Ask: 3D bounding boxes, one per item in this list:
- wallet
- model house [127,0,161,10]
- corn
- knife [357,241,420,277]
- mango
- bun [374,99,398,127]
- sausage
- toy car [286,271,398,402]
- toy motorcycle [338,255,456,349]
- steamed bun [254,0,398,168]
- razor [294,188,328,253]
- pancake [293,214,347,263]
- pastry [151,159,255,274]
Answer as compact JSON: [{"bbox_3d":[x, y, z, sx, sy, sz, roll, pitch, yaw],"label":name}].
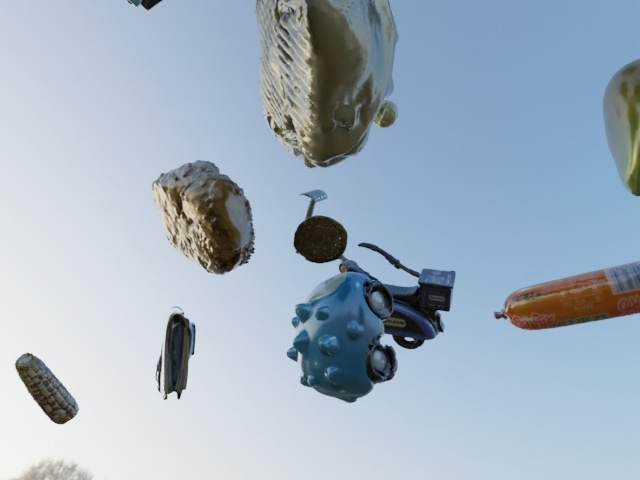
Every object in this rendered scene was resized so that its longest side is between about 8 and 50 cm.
[{"bbox_3d":[-0.302,0.228,0.862,0.069,0.170,0.231,8,-9,-20],"label":"wallet"},{"bbox_3d":[-0.418,-0.700,0.950,0.241,0.226,0.261,-53,-29,0],"label":"model house"},{"bbox_3d":[-0.722,0.393,1.088,0.079,0.080,0.237,-4,-57,9],"label":"corn"},{"bbox_3d":[0.217,0.058,1.286,0.222,0.045,0.021,30,-51,21],"label":"knife"},{"bbox_3d":[0.423,-0.149,0.534,0.091,0.195,0.130,6,-15,20],"label":"mango"},{"bbox_3d":[0.197,-0.392,1.266,0.086,0.086,0.055,-10,-3,14],"label":"bun"},{"bbox_3d":[0.486,0.111,0.776,0.312,0.093,0.093,-20,-47,29],"label":"sausage"},{"bbox_3d":[0.029,0.183,0.817,0.190,0.256,0.188,18,-27,-30],"label":"toy car"},{"bbox_3d":[0.148,0.146,1.046,0.358,0.125,0.213,6,-68,20],"label":"toy motorcycle"},{"bbox_3d":[0.022,-0.309,0.739,0.219,0.310,0.325,-17,-59,-18],"label":"steamed bun"},{"bbox_3d":[-0.051,-0.061,1.427,0.068,0.106,0.232,25,-68,18],"label":"razor"},{"bbox_3d":[0.000,0.001,0.837,0.114,0.011,0.115,4,-65,8],"label":"pancake"},{"bbox_3d":[-0.269,-0.062,0.998,0.310,0.161,0.255,31,-50,34],"label":"pastry"}]
